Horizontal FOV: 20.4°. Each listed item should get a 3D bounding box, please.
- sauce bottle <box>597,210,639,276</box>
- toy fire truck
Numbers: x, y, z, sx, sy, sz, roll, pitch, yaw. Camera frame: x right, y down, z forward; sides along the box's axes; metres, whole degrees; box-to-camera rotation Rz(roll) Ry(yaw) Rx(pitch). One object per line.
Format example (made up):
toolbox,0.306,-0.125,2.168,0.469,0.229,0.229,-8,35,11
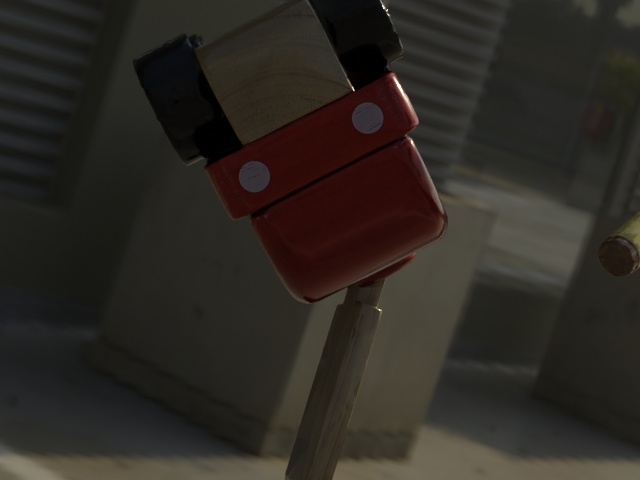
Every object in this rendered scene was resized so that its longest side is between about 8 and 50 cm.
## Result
sauce bottle,0.309,-0.009,1.679,0.042,0.042,0.128,22,39,32
toy fire truck,0.000,0.000,0.909,0.158,0.246,0.217,-27,6,2
